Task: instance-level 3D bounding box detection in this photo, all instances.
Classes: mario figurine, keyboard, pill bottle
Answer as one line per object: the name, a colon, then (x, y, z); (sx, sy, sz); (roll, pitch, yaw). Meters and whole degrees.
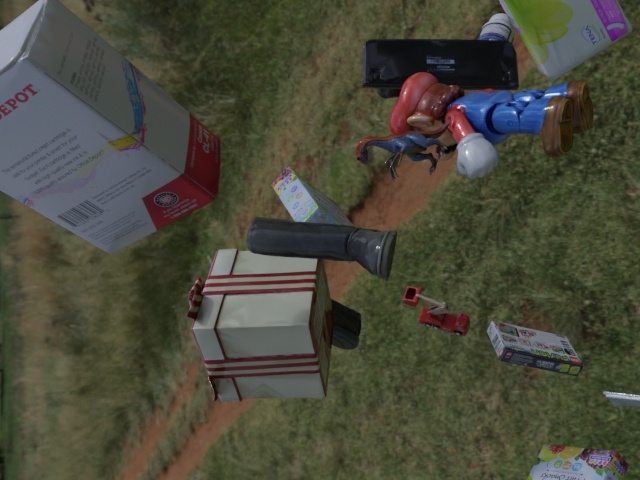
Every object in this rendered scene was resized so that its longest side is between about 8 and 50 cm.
mario figurine: (0.252, -0.172, 0.994); (0.320, 0.198, 0.170); (12, 92, 42)
keyboard: (0.244, -0.324, 1.278); (0.033, 0.317, 0.201); (82, -170, -67)
pill bottle: (0.470, -0.534, 1.696); (0.094, 0.094, 0.169); (-33, 27, 57)
keyboard: (0.705, 0.328, 1.246); (0.256, 0.072, 0.014); (-4, 63, 44)

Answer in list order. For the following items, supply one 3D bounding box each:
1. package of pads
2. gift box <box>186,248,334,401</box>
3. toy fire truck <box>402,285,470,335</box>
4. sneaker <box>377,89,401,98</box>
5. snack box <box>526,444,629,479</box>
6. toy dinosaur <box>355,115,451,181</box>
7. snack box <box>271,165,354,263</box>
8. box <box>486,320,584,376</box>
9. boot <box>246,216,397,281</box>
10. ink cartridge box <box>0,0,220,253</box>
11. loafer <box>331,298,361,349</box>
package of pads: (0.592, -0.573, 1.549); (0.229, 0.296, 0.101); (-32, 21, 22)
gift box: (-0.122, 0.172, 1.247); (0.276, 0.258, 0.255); (-78, -18, -54)
toy fire truck: (0.325, 0.198, 1.744); (0.135, 0.192, 0.047); (82, -153, -57)
sneaker: (0.256, -0.400, 1.597); (0.234, 0.078, 0.106); (-13, 50, 18)
snack box: (0.383, 0.366, 0.954); (0.100, 0.037, 0.141); (-51, 11, -28)
toy dinosaur: (0.078, -0.091, 0.617); (0.047, 0.082, 0.090); (117, 173, -56)
snack box: (-0.004, -0.060, 1.427); (0.070, 0.174, 0.207); (-47, 38, 11)
box: (0.518, 0.260, 1.518); (0.114, 0.207, 0.036); (-94, 20, -60)
boot: (-0.001, 0.002, 0.888); (0.189, 0.208, 0.076); (3, -80, -87)
ink cartridge box: (-0.316, -0.134, 0.838); (0.226, 0.306, 0.131); (-22, 48, 26)
loafer: (-0.023, 0.153, 1.473); (0.109, 0.302, 0.095); (-20, 42, 49)
